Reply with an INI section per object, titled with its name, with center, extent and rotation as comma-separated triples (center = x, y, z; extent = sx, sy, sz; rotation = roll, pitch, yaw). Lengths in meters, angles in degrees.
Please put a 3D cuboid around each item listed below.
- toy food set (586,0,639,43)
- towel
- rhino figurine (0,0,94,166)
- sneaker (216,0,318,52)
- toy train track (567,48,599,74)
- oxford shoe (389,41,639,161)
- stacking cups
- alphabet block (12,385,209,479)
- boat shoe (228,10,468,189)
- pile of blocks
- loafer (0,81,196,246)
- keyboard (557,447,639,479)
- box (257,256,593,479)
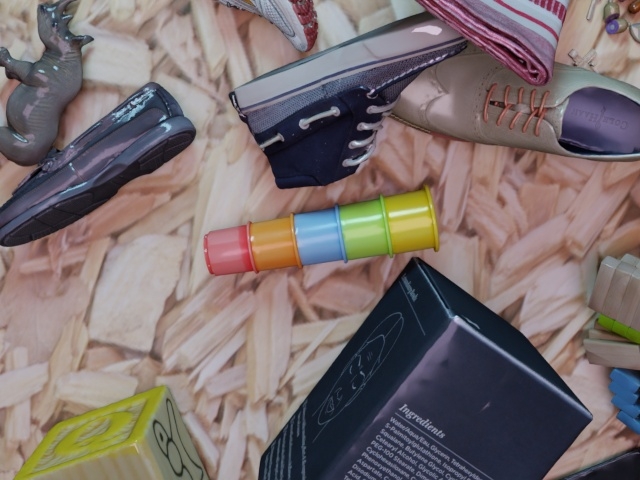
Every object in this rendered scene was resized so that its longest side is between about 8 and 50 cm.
[toy food set]
center = 0.425, -0.308, 1.029
extent = 0.122, 0.019, 0.078
rotation = 15, 101, -4
[towel]
center = 0.194, -0.333, 0.890
extent = 0.237, 0.329, 0.037
rotation = 34, 136, -7
[rhino figurine]
center = -0.373, -0.210, 1.015
extent = 0.106, 0.073, 0.243
rotation = 28, 99, -2
[sneaker]
center = -0.090, -0.332, 0.997
extent = 0.092, 0.088, 0.225
rotation = -39, 100, 28
[toy train track]
center = 0.371, -0.229, 1.048
extent = 0.083, 0.014, 0.048
rotation = 42, 98, -9
[oxford shoe]
center = 0.256, -0.183, 0.985
extent = 0.396, 0.146, 0.141
rotation = 8, 104, 2
[stacking cups]
center = 0.000, 0.000, 1.049
extent = 0.316, 0.096, 0.096
rotation = -11, 101, 2
[alphabet block]
center = -0.277, 0.349, 1.071
extent = 0.193, 0.192, 0.197
rotation = -21, 100, 2
[boat shoe]
center = 0.054, -0.169, 0.958
extent = 0.340, 0.127, 0.158
rotation = -11, 110, 37
[pile of blocks]
center = 0.478, 0.166, 1.098
extent = 0.112, 0.149, 0.362
rotation = -35, 115, -37
[loafer]
center = -0.315, -0.102, 1.034
extent = 0.302, 0.109, 0.095
rotation = -31, 81, 0
[keyboard]
center = 0.427, 0.393, 1.172
extent = 0.180, 0.023, 0.108
rotation = -23, 94, 5
[box]
center = 0.106, 0.261, 1.003
extent = 0.212, 0.293, 0.395
rotation = 35, 100, -8
